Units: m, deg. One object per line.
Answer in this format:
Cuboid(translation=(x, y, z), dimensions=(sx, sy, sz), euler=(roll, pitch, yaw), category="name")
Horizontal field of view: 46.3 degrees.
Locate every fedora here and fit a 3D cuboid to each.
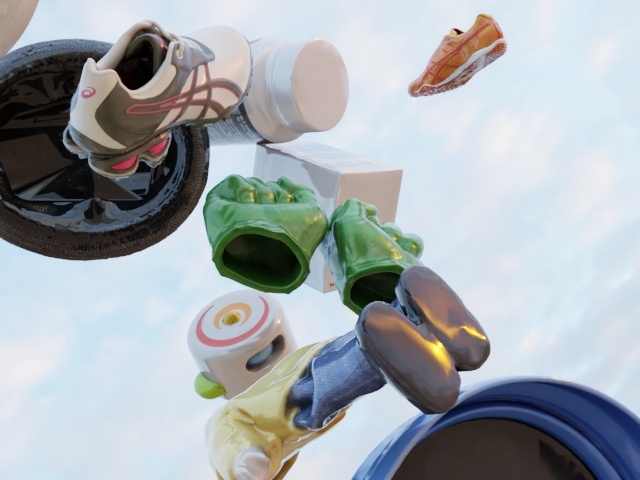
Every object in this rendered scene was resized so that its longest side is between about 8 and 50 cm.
Cuboid(translation=(-0.328, -0.117, 1.050), dimensions=(0.334, 0.334, 0.152), euler=(-25, 2, -16), category="fedora")

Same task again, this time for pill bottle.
Cuboid(translation=(-0.107, -0.230, 1.169), dimensions=(0.161, 0.283, 0.161), euler=(-6, -83, -51), category="pill bottle")

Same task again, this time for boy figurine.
Cuboid(translation=(-0.013, 0.131, 0.558), dimensions=(0.285, 0.092, 0.177), euler=(-45, -5, 39), category="boy figurine")

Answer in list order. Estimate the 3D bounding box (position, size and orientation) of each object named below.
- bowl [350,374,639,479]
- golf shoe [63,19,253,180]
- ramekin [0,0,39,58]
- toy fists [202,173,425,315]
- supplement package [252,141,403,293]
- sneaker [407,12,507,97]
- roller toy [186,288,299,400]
Cuboid(translation=(0.159, 0.301, 0.567), dimensions=(0.391, 0.391, 0.077), euler=(-9, -9, -32), category="bowl")
Cuboid(translation=(-0.148, -0.172, 0.773), dimensions=(0.273, 0.105, 0.120), euler=(-52, -13, -43), category="golf shoe")
Cuboid(translation=(-0.353, -0.249, 0.642), dimensions=(0.207, 0.207, 0.109), euler=(-48, -18, 12), category="ramekin")
Cuboid(translation=(0.000, 0.000, 0.858), dimensions=(0.279, 0.142, 0.096), euler=(15, -66, -18), category="toy fists")
Cuboid(translation=(0.001, -0.046, 1.220), dimensions=(0.149, 0.203, 0.194), euler=(-9, -66, -43), category="supplement package")
Cuboid(translation=(0.183, -0.250, 1.027), dimensions=(0.064, 0.067, 0.175), euler=(-12, -12, -41), category="sneaker")
Cuboid(translation=(-0.147, 0.189, 1.407), dimensions=(0.191, 0.209, 0.146), euler=(-11, -56, 12), category="roller toy")
